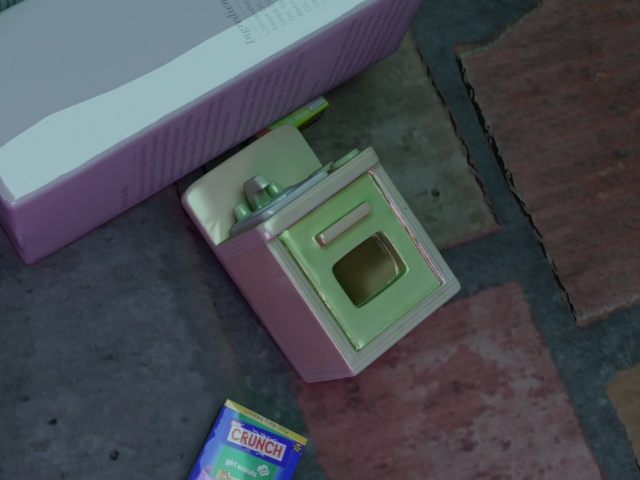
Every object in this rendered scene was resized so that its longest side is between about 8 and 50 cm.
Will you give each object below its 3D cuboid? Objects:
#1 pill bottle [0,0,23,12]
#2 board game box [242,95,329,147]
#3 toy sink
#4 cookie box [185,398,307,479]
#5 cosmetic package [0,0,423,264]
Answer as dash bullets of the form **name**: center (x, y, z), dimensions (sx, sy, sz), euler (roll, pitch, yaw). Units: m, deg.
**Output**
- **pill bottle**: center (-0.367, -0.277, 1.205), dimensions (0.283, 0.160, 0.160), euler (-22, 79, -23)
- **board game box**: center (-0.086, -0.184, 1.325), dimensions (0.092, 0.043, 0.181), euler (-37, 85, -25)
- **toy sink**: center (0.000, 0.000, 1.214), dimensions (0.153, 0.131, 0.234), euler (-36, 96, -25)
- **cookie box**: center (-0.075, 0.221, 1.184), dimensions (0.092, 0.040, 0.107), euler (27, 65, -6)
- **cosmetic package**: center (-0.127, -0.176, 1.169), dimensions (0.453, 0.230, 0.161), euler (-32, 83, -15)
